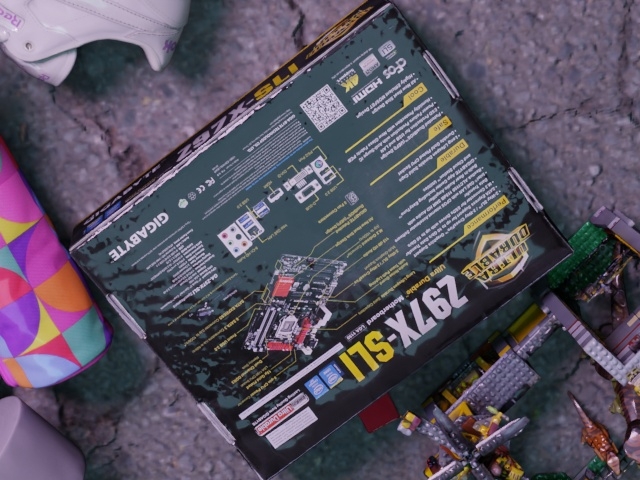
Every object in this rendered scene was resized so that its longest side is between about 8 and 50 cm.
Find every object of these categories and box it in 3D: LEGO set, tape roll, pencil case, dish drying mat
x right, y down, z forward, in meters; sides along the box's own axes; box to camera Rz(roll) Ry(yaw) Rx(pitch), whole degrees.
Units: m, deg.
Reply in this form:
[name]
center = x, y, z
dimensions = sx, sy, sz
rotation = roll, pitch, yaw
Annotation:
[LEGO set]
center = 0.243, 0.143, 1.134
dimensions = 0.331, 0.192, 0.255
rotation = -38, 108, 4
[tape roll]
center = -0.281, 0.228, 1.073
dimensions = 0.072, 0.219, 0.219
rotation = 43, 97, -17
[pencil case]
center = -0.257, 0.006, 1.076
dimensions = 0.104, 0.104, 0.236
rotation = -30, 108, 1
[dish drying mat]
center = 0.037, 0.127, 1.198
dimensions = 0.032, 0.008, 0.083
rotation = -28, 109, 0

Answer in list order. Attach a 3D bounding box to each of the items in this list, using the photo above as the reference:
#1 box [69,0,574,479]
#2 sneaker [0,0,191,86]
[box]
center = 0.000, 0.000, 1.116
dimensions = 0.322, 0.079, 0.257
rotation = -38, 107, 4
[sneaker]
center = -0.241, -0.192, 1.009
dimensions = 0.305, 0.114, 0.152
rotation = 6, 104, -9
